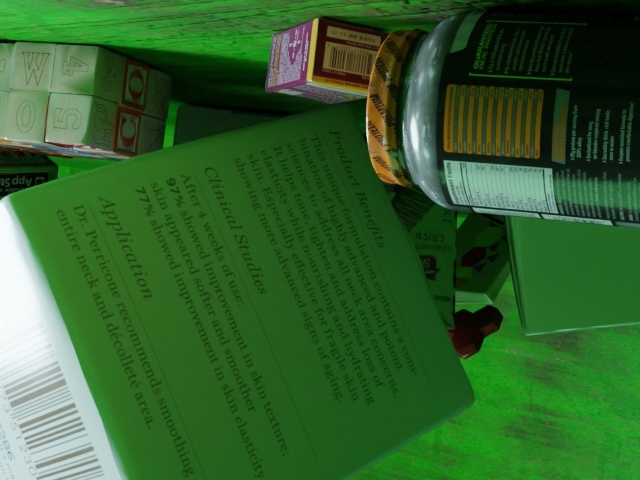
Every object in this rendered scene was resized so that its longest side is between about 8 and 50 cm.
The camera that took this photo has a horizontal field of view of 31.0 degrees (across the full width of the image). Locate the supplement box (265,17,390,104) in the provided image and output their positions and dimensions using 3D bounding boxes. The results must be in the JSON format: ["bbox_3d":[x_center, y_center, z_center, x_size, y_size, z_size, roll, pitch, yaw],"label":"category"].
[{"bbox_3d":[0.004,-0.119,0.778,0.055,0.043,0.083,7,179,-24],"label":"supplement box"}]

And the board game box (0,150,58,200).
[{"bbox_3d":[-0.536,0.039,1.317,0.356,0.356,0.356,-3,-160,-32],"label":"board game box"}]

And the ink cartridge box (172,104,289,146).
[{"bbox_3d":[-0.084,-0.107,1.381,0.139,0.082,0.190,7,178,9],"label":"ink cartridge box"}]

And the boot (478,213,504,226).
[{"bbox_3d":[0.308,-0.068,1.361,0.263,0.091,0.229,3,174,8],"label":"boot"}]

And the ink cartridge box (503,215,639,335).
[{"bbox_3d":[0.253,-0.009,1.038,0.171,0.168,0.232,-8,177,9],"label":"ink cartridge box"}]

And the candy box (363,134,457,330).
[{"bbox_3d":[0.091,-0.006,1.459,0.159,0.233,0.071,7,171,-28],"label":"candy box"}]

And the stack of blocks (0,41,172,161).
[{"bbox_3d":[-0.293,-0.130,1.086,0.297,0.087,0.171,6,180,22],"label":"stack of blocks"}]

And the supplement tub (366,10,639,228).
[{"bbox_3d":[0.129,-0.069,0.646,0.190,0.117,0.117,7,180,23],"label":"supplement tub"}]

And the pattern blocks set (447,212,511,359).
[{"bbox_3d":[0.221,0.021,1.590,0.026,0.325,0.285,52,160,-27],"label":"pattern blocks set"}]

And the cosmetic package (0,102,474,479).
[{"bbox_3d":[-0.136,0.105,1.100,0.393,0.329,0.327,-20,176,-42],"label":"cosmetic package"}]
